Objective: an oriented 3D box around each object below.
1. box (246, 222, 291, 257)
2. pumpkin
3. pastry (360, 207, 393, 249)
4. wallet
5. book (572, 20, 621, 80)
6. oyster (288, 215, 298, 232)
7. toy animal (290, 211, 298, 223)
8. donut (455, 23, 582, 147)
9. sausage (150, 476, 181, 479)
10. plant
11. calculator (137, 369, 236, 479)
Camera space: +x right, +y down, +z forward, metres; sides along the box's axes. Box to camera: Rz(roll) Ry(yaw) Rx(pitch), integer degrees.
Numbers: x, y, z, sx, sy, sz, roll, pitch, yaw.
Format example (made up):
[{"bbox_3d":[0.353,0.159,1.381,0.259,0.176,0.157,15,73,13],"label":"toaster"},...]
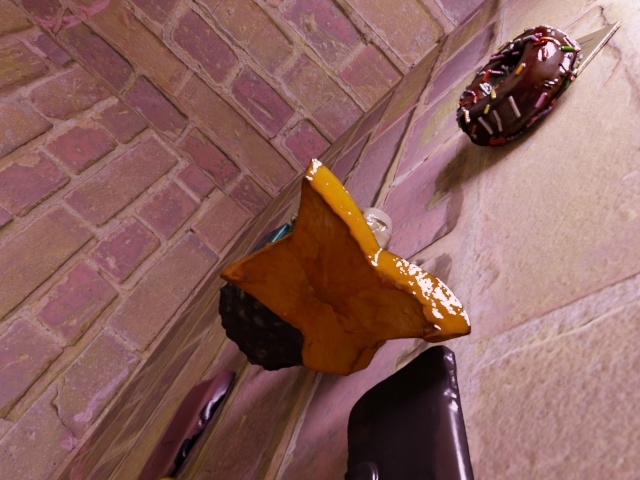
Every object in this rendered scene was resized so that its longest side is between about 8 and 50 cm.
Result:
[{"bbox_3d":[-0.181,0.039,1.907,0.153,0.092,0.245,-52,14,-25],"label":"box"},{"bbox_3d":[0.020,0.069,0.680,0.095,0.290,0.258,-24,-22,-52],"label":"pumpkin"},{"bbox_3d":[0.088,0.004,1.111,0.166,0.088,0.166,-49,10,12],"label":"pastry"},{"bbox_3d":[0.082,0.236,0.509,0.165,0.042,0.309,-41,14,22],"label":"wallet"},{"bbox_3d":[0.484,-0.347,1.025,0.192,0.013,0.168,-49,12,-4],"label":"book"},{"bbox_3d":[-0.002,-0.003,1.204,0.199,0.087,0.252,-10,-37,-35],"label":"oyster"},{"bbox_3d":[-0.011,-0.085,1.759,0.219,0.103,0.101,-45,30,4],"label":"toy animal"},{"bbox_3d":[0.375,-0.302,0.997,0.269,0.103,0.269,-52,13,17],"label":"donut"},{"bbox_3d":[-0.318,0.495,0.870,0.347,0.123,0.123,-39,15,35],"label":"sausage"},{"bbox_3d":[-0.006,0.086,0.874,0.312,0.215,0.213,-30,23,28],"label":"plant"},{"bbox_3d":[-0.329,0.455,1.217,0.220,0.048,0.329,-32,21,46],"label":"calculator"}]
